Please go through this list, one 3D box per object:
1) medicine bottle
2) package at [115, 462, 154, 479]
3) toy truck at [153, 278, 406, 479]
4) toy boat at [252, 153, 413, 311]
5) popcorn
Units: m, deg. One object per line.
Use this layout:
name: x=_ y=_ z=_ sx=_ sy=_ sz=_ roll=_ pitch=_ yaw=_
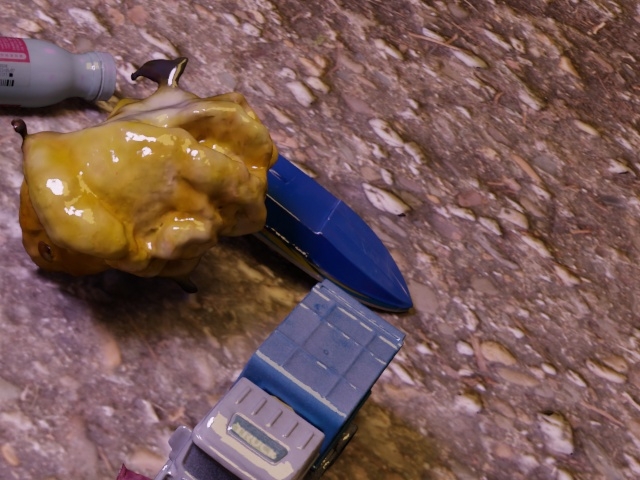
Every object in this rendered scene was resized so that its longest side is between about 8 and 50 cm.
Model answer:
medicine bottle: x=-0.379 y=-0.219 z=1.900 sx=0.216 sy=0.090 sz=0.090 roll=-1 pitch=44 yaw=-33
package: x=-0.175 y=0.264 z=1.490 sx=0.083 sy=0.029 sz=0.059 roll=26 pitch=31 yaw=0
toy truck: x=-0.038 y=0.184 z=1.536 sx=0.146 sy=0.175 sz=0.367 roll=33 pitch=32 yaw=5
toy boat: x=0.000 y=0.000 z=1.876 sx=0.295 sy=0.088 sz=0.129 roll=37 pitch=36 yaw=-3
popcorn: x=-0.204 y=-0.059 z=1.707 sx=0.316 sy=0.281 sz=0.297 roll=-26 pitch=16 yaw=-15
